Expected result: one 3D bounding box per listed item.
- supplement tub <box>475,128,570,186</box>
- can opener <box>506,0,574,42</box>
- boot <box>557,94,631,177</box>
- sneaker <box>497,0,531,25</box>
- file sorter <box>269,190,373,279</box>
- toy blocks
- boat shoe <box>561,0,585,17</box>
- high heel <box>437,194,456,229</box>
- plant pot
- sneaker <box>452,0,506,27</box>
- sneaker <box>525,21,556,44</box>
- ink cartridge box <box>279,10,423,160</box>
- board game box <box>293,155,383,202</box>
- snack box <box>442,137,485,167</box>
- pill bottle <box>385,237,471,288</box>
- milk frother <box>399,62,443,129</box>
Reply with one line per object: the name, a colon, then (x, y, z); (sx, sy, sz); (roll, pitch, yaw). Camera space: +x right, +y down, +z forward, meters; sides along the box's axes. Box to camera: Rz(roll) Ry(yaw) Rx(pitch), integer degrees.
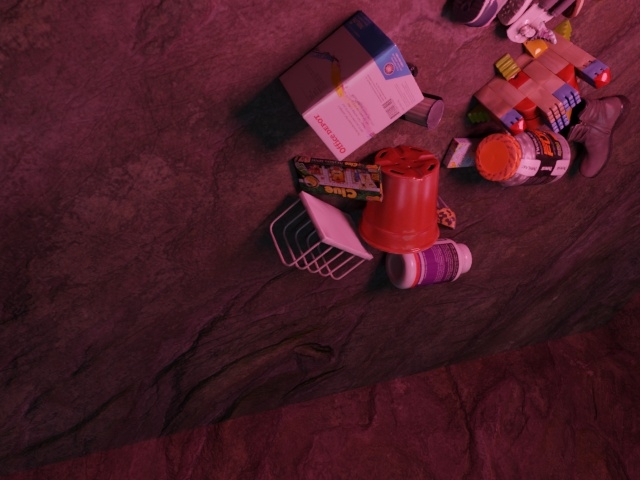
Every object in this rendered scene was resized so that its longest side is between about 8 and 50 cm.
supplement tub: (0.677, -0.279, 1.694); (0.316, 0.193, 0.193); (-8, 138, -38)
can opener: (0.609, -0.638, 1.332); (0.074, 0.093, 0.280); (16, 146, -29)
boot: (0.969, -0.377, 1.863); (0.223, 0.118, 0.338); (-10, 127, -15)
sneaker: (0.553, -0.678, 1.320); (0.095, 0.090, 0.235); (-11, 141, -33)
file sorter: (0.000, 0.000, 1.648); (0.173, 0.193, 0.278); (-39, 147, 22)
toy blocks: (0.656, -0.436, 1.495); (0.381, 0.261, 0.191); (-38, 139, 15)
boat shoe: (0.695, -0.725, 1.336); (0.095, 0.095, 0.257); (-31, 140, -4)
high heel: (0.353, -0.047, 1.810); (0.261, 0.186, 0.093); (-41, 139, 17)
plant pot: (0.263, -0.144, 1.622); (0.272, 0.272, 0.265); (-13, 130, -16)
sneaker: (0.463, -0.687, 1.260); (0.131, 0.112, 0.319); (-7, 142, -47)
sneaker: (0.626, -0.584, 1.451); (0.069, 0.098, 0.038); (-35, 154, 18)
ink cartridge box: (0.075, -0.387, 1.282); (0.270, 0.197, 0.198); (-36, 140, 11)
board game box: (0.055, -0.183, 1.507); (0.260, 0.030, 0.136); (9, 145, 19)
snack box: (0.502, -0.302, 1.731); (0.141, 0.037, 0.100); (-6, 135, -25)
pill bottle: (0.433, 0.087, 2.005); (0.323, 0.181, 0.181); (-5, 136, -24)
milk frother: (0.275, -0.407, 1.418); (0.129, 0.135, 0.143); (-52, 148, -18)
